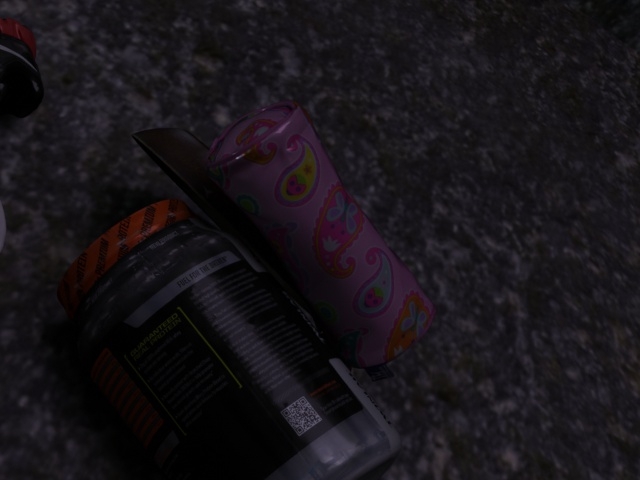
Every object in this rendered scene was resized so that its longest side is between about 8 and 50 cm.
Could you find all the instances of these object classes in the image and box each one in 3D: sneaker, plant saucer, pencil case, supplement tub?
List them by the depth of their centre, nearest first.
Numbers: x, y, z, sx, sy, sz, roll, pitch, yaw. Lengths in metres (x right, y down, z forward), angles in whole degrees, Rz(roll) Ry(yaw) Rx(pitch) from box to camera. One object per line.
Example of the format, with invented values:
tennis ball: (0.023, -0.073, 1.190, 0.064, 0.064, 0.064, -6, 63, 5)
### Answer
supplement tub: (-0.096, 0.136, 1.618, 0.338, 0.207, 0.207, 51, 34, 13)
pencil case: (0.000, 0.000, 1.630, 0.284, 0.124, 0.124, 57, 28, -19)
sneaker: (-0.411, -0.187, 1.772, 0.276, 0.097, 0.135, 5, 45, -45)
plant saucer: (-0.081, -0.021, 1.806, 0.310, 0.050, 0.310, 45, -4, 4)

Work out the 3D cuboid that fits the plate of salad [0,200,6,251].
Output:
plate of salad: (-0.405, -0.048, 1.663, 0.200, 0.048, 0.200, 37, 30, -26)
